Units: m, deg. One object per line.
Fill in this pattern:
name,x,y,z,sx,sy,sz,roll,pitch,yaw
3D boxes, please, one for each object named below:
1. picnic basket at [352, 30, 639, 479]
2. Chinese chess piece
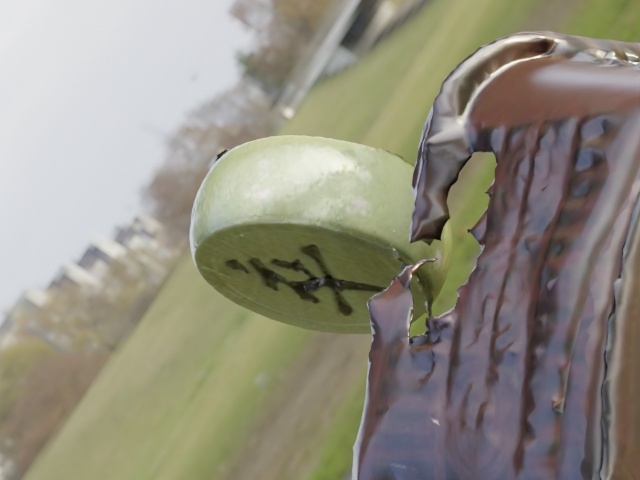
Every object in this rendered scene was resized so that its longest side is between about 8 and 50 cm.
picnic basket,0.175,0.044,0.609,0.129,0.297,0.222,167,115,-69
Chinese chess piece,0.000,0.000,1.337,0.188,0.188,0.083,126,158,-61
